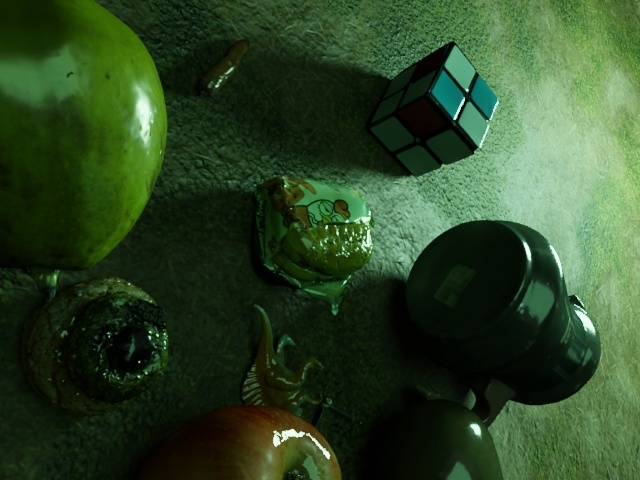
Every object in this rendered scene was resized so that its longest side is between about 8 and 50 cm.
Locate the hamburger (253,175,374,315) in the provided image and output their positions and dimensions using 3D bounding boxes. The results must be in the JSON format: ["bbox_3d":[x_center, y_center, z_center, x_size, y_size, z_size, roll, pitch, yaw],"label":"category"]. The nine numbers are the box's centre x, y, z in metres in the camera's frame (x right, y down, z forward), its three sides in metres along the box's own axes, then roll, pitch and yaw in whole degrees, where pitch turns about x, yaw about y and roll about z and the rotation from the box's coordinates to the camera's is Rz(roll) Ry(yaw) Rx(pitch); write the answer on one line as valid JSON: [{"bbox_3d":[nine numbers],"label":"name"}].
[{"bbox_3d":[0.000,0.004,0.952,0.214,0.125,0.235,6,60,-27],"label":"hamburger"}]

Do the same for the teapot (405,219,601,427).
[{"bbox_3d":[0.344,0.183,1.104,0.362,0.306,0.376,37,86,-33],"label":"teapot"}]

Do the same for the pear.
[{"bbox_3d":[-0.321,-0.115,0.650,0.288,0.287,0.374,-5,96,-39],"label":"pear"}]

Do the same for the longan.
[{"bbox_3d":[0.203,0.393,0.957,0.246,0.215,0.245,-15,110,-46],"label":"longan"}]

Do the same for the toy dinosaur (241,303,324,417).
[{"bbox_3d":[-0.077,0.219,0.897,0.212,0.057,0.142,46,73,-6],"label":"toy dinosaur"}]

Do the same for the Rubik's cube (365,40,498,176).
[{"bbox_3d":[0.232,-0.264,1.175,0.167,0.180,0.183,41,58,-22],"label":"Rubik's cube"}]

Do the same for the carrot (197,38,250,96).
[{"bbox_3d":[-0.159,-0.298,0.969,0.035,0.036,0.165,45,53,-21],"label":"carrot"}]

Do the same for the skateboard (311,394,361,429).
[{"bbox_3d":[0.025,0.304,0.962,0.083,0.032,0.063,33,70,-26],"label":"skateboard"}]

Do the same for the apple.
[{"bbox_3d":[-0.110,0.327,0.722,0.242,0.241,0.241,30,47,-39],"label":"apple"}]

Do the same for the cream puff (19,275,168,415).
[{"bbox_3d":[-0.254,0.122,0.695,0.184,0.169,0.183,11,72,-35],"label":"cream puff"}]
